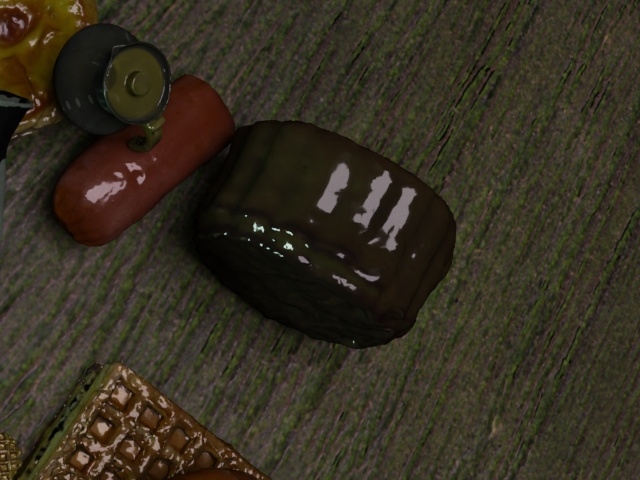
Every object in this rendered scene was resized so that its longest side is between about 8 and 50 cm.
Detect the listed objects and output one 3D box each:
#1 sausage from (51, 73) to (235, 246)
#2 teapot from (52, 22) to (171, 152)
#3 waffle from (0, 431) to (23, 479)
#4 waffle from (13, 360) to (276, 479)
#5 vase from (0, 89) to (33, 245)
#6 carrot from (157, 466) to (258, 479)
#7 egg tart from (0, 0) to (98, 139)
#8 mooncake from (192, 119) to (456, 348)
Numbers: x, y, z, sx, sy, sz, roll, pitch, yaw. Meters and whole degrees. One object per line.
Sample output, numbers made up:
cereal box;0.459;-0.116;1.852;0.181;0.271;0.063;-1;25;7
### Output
sausage;-0.227;-0.096;1.866;0.259;0.113;0.113;-42;105;-27
teapot;-0.233;-0.171;1.751;0.130;0.119;0.166;-46;125;-26
waffle;-0.395;0.260;1.782;0.085;0.016;0.078;-36;83;-30
waffle;-0.205;0.315;1.848;0.308;0.091;0.213;41;68;-20
vase;-0.419;0.005;1.673;0.165;0.165;0.360;11;100;-27
carrot;-0.160;0.331;1.752;0.225;0.159;0.159;-23;96;-39
egg tart;-0.401;-0.252;1.783;0.294;0.116;0.295;4;82;-27
mooncake;0.002;0.000;1.867;0.324;0.324;0.187;35;71;-22
